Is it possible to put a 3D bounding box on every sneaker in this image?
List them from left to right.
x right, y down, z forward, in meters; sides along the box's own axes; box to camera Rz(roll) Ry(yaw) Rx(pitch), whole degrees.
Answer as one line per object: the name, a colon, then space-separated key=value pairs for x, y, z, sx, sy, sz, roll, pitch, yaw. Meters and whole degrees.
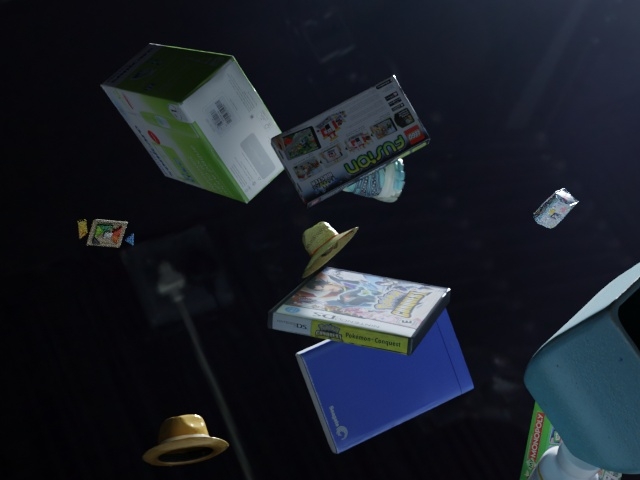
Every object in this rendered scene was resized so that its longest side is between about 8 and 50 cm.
sneaker: x=0.034 y=-0.153 z=2.097 sx=0.122 sy=0.283 sz=0.110 roll=6 pitch=-77 yaw=-32

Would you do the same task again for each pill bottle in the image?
pill bottle: x=0.405 y=0.413 z=1.949 sx=0.103 sy=0.103 sz=0.184 roll=-11 pitch=-41 yaw=-32

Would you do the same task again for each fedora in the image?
fedora: x=-0.285 y=0.413 z=2.405 sx=0.194 sy=0.079 sz=0.194 roll=-10 pitch=-22 yaw=-4

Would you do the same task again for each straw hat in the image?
straw hat: x=0.000 y=0.000 z=2.120 sx=0.144 sy=0.061 sz=0.144 roll=-41 pitch=-7 yaw=-6

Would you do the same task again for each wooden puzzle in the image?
wooden puzzle: x=-0.418 y=-0.012 z=2.253 sx=0.116 sy=0.014 sz=0.078 roll=0 pitch=-45 yaw=-21

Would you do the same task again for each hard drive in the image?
hard drive: x=0.131 y=0.259 z=2.287 sx=0.319 sy=0.210 sz=0.040 roll=-22 pitch=6 yaw=-19

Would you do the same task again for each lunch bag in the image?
lunch bag: x=0.481 y=-0.064 z=2.372 sx=0.071 sy=0.053 sz=0.083 roll=-49 pitch=-19 yaw=27

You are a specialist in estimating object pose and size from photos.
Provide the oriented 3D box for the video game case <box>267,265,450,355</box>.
video game case: x=0.073 y=0.115 z=1.991 sx=0.275 sy=0.248 sz=0.035 roll=-39 pitch=-45 yaw=-65

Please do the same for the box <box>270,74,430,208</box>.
box: x=0.043 y=-0.145 z=1.695 sx=0.207 sy=0.114 sz=0.036 roll=-28 pitch=-8 yaw=-7

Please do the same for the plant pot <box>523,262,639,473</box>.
plant pot: x=0.445 y=0.187 z=1.659 sx=0.247 sy=0.247 sz=0.252 roll=-33 pitch=-1 yaw=-42

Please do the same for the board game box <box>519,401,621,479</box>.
board game box: x=0.521 y=0.429 z=2.339 sx=0.046 sy=0.213 sz=0.317 roll=8 pitch=-5 yaw=45

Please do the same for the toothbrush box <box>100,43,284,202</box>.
toothbrush box: x=-0.200 y=-0.194 z=1.865 sx=0.122 sy=0.283 sz=0.206 roll=-44 pitch=-57 yaw=-17
